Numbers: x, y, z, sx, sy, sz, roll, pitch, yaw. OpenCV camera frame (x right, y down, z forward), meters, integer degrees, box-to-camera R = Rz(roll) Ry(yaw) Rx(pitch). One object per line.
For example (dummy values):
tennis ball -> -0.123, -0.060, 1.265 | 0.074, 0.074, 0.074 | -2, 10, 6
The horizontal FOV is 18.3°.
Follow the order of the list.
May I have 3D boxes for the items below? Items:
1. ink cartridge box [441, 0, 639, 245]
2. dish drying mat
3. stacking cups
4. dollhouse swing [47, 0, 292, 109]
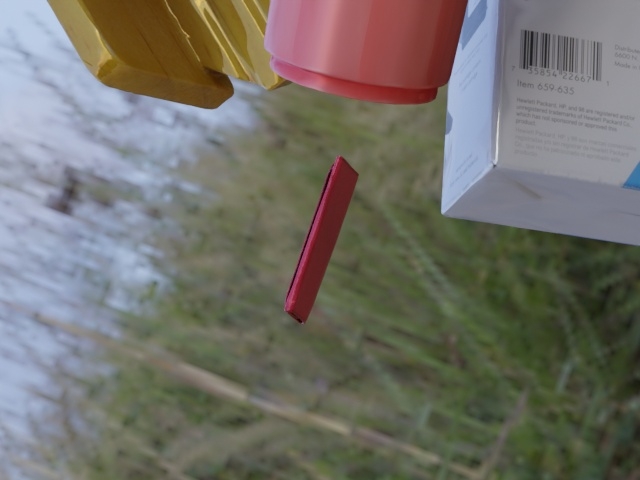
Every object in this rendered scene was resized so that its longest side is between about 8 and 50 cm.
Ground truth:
ink cartridge box -> 0.106, -0.094, 0.737 | 0.060, 0.104, 0.180 | 128, 149, -67
dish drying mat -> 0.000, 0.000, 1.003 | 0.083, 0.008, 0.032 | -72, -22, -10
stacking cups -> 0.034, -0.203, 0.617 | 0.096, 0.096, 0.316 | -25, -48, -64
dollhouse swing -> -0.112, -0.260, 1.302 | 0.347, 0.315, 0.305 | -33, -5, 35
